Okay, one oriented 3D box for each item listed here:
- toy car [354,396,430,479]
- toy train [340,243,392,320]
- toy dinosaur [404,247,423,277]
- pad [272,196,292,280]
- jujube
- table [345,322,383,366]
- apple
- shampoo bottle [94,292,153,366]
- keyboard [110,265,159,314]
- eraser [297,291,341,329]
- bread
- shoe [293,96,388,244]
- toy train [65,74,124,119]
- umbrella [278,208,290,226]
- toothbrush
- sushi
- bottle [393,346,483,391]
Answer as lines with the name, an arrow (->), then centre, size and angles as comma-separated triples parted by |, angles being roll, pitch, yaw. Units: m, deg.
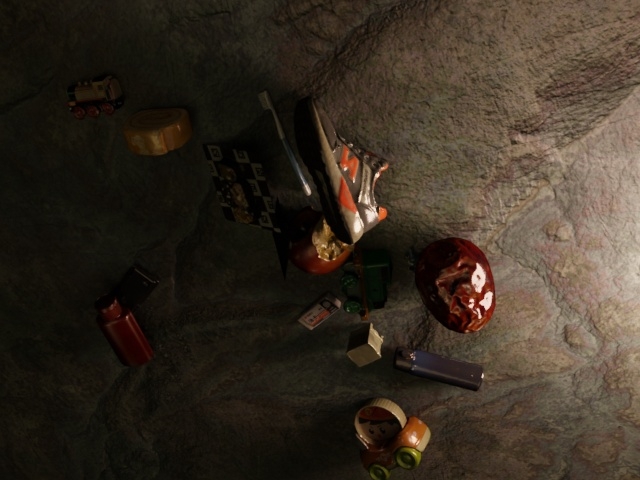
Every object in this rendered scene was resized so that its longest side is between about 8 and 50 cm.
toy car -> 0.188, 0.568, 2.050 | 0.235, 0.145, 0.235 | 9, 113, 21
toy train -> 0.117, 0.104, 1.747 | 0.136, 0.091, 0.228 | -9, 123, 4
toy dinosaur -> 0.235, 0.053, 1.723 | 0.047, 0.030, 0.083 | -8, 123, 13
pad -> -0.094, -0.007, 1.648 | 0.004, 0.193, 0.116 | -1, 127, -16
jujube -> 0.323, 0.103, 1.662 | 0.183, 0.183, 0.243 | -14, 130, 19
table -> 0.121, 0.281, 1.872 | 0.079, 0.083, 0.062 | -29, 115, 27
apple -> -0.002, 0.006, 1.657 | 0.147, 0.156, 0.158 | -42, 132, 21
shampoo bottle -> -0.560, 0.254, 1.959 | 0.102, 0.064, 0.260 | -10, 134, 2
keyboard -> -0.537, 0.158, 1.941 | 0.093, 0.025, 0.230 | 37, 123, -14
eraser -> -0.004, 0.190, 1.864 | 0.052, 0.029, 0.122 | 39, 123, -17
bread -> -0.368, -0.242, 1.569 | 0.149, 0.122, 0.073 | 0, 128, 11
shoe -> 0.066, -0.172, 1.540 | 0.171, 0.132, 0.337 | -24, 100, -18
toy train -> -0.518, -0.326, 1.583 | 0.137, 0.050, 0.087 | -5, 119, 15
umbrella -> -0.076, -0.036, 1.727 | 0.013, 0.022, 0.122 | -32, 128, 0
toothbrush -> -0.081, -0.218, 1.597 | 0.025, 0.019, 0.276 | -10, 123, 23
sushi -> -0.203, -0.110, 1.623 | 0.192, 0.050, 0.215 | 14, 131, 37
bottle -> 0.317, 0.346, 1.888 | 0.244, 0.072, 0.082 | 14, 147, 1
